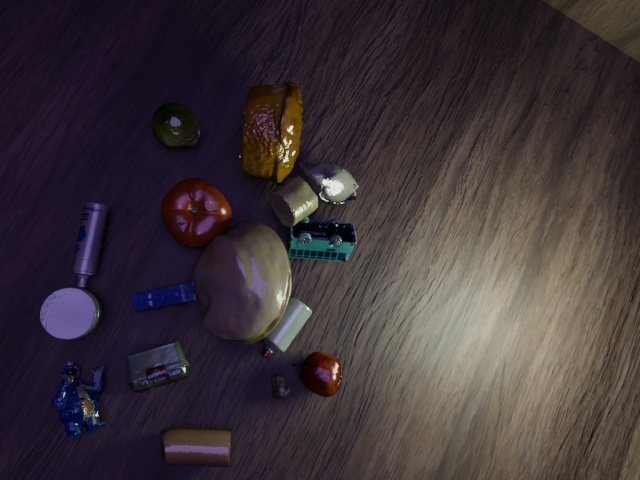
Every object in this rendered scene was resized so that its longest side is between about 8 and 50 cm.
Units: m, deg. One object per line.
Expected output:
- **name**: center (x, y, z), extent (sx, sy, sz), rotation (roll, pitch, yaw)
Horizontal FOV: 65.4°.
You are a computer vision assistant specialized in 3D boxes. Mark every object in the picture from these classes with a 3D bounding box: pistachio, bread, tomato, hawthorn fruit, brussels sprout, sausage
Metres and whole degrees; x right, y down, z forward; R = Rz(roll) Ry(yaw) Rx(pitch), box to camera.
- **pistachio**: center (-0.284, 0.146, 1.800), extent (0.365, 0.281, 0.445), rotation (4, 78, 14)
- **bread**: center (-0.176, -0.402, 1.869), extent (0.215, 0.398, 0.398), rotation (5, 81, -4)
- **tomato**: center (-0.463, -0.098, 1.850), extent (0.259, 0.180, 0.260), rotation (1, 81, -9)
- **hawthorn fruit**: center (-0.013, 0.495, 1.877), extent (0.194, 0.157, 0.157), rotation (16, 78, 10)
- **brussels sprout**: center (-0.547, -0.441, 1.905), extent (0.180, 0.144, 0.161), rotation (15, 57, -32)
- **sausage**: center (-0.443, 0.731, 1.761), extent (0.253, 0.123, 0.123), rotation (6, 81, -10)
- **bread**: center (-0.097, -0.147, 1.867), extent (0.141, 0.134, 0.148), rotation (-39, 109, -32)

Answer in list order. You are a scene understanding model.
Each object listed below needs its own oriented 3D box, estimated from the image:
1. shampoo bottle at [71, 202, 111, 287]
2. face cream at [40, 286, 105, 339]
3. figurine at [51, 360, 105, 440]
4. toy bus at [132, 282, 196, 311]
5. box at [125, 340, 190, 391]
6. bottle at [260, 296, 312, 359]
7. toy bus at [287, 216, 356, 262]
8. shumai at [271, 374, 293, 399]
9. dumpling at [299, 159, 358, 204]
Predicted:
- **shampoo bottle**: center (-0.834, 0.019, 1.803), extent (0.092, 0.092, 0.303), rotation (10, 80, -10)
- **face cream**: center (-0.855, 0.251, 1.733), extent (0.177, 0.153, 0.177), rotation (1, 83, -11)
- **figurine**: center (-0.837, 0.549, 1.716), extent (0.164, 0.121, 0.262), rotation (8, 55, -35)
- **toy bus**: center (-0.564, 0.201, 1.784), extent (0.236, 0.094, 0.079), rotation (-13, 77, 18)
- **box**: center (-0.575, 0.448, 1.767), extent (0.210, 0.148, 0.129), rotation (-16, 74, -13)
- **bottle**: center (-0.140, 0.340, 1.890), extent (0.104, 0.104, 0.245), rotation (37, 76, -4)
- **toy bus**: center (0.000, 0.000, 1.943), extent (0.256, 0.147, 0.128), rotation (5, 44, -11)
- **shumai**: center (-0.154, 0.542, 1.868), extent (0.080, 0.083, 0.082), rotation (58, 36, -18)
- **dumpling**: center (0.019, -0.222, 1.950), extent (0.204, 0.293, 0.163), rotation (10, 91, 35)
